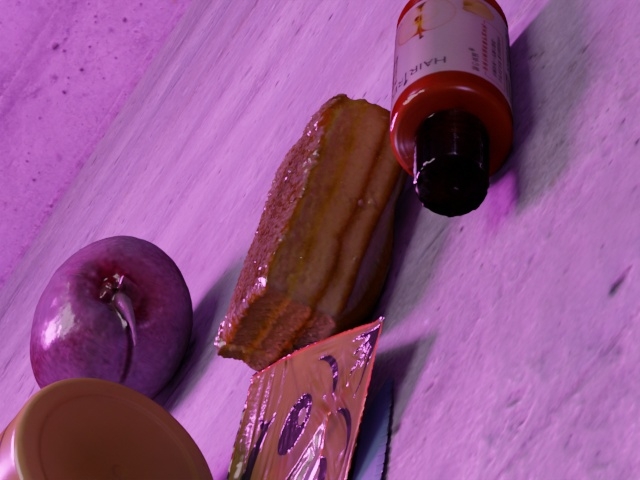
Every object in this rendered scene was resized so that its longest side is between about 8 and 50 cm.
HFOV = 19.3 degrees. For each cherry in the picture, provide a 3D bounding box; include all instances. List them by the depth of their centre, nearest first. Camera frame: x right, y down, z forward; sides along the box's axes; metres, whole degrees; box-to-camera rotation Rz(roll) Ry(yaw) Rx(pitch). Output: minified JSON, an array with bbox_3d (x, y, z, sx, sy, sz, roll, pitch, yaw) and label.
[{"bbox_3d":[-0.246,0.104,2.204,0.266,0.183,0.213,-45,11,52],"label":"cherry"}]

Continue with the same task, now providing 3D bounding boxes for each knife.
[{"bbox_3d":[0.028,0.214,1.430,0.044,0.019,0.313,-42,22,35],"label":"knife"}]

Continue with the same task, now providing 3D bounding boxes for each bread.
[{"bbox_3d":[0.000,0.000,1.750,0.184,0.110,0.234,129,163,-59],"label":"bread"}]

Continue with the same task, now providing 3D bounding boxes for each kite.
[{"bbox_3d":[-0.026,0.193,1.590,0.327,0.013,0.377,-60,19,23],"label":"kite"}]

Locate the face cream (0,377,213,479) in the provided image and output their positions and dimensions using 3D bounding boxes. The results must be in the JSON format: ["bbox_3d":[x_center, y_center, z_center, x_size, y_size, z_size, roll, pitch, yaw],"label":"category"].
[{"bbox_3d":[-0.232,0.266,1.787,0.179,0.218,0.218,-48,19,35],"label":"face cream"}]

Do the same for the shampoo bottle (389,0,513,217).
[{"bbox_3d":[0.112,-0.116,1.605,0.104,0.104,0.278,-52,17,29],"label":"shampoo bottle"}]
